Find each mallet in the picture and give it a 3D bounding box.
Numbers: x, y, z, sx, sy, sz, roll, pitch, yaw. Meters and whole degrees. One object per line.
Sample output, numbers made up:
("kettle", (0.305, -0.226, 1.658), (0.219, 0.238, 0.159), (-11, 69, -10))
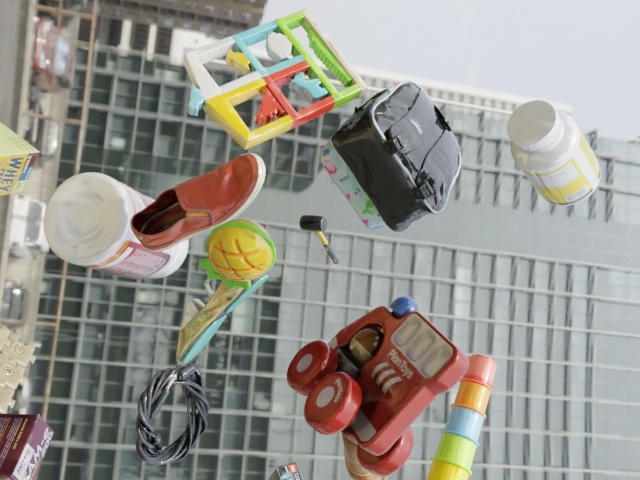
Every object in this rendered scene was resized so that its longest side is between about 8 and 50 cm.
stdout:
("mallet", (0.000, 0.000, 1.792), (0.189, 0.062, 0.039), (68, 38, -54))

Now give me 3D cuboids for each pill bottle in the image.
("pill bottle", (0.351, -0.134, 1.125), (0.103, 0.184, 0.103), (-17, -123, 29))
("pill bottle", (-0.499, -0.020, 1.885), (0.392, 0.224, 0.224), (39, 55, -73))

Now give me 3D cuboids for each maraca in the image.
("maraca", (-0.152, 0.030, 1.349), (0.185, 0.127, 0.099), (-52, -168, 45))

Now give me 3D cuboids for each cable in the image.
("cable", (-0.239, 0.291, 1.197), (0.150, 0.047, 0.184), (-31, 131, -56))

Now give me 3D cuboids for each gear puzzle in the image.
("gear puzzle", (-0.837, 0.350, 1.845), (0.044, 0.175, 0.339), (-37, -153, 24))

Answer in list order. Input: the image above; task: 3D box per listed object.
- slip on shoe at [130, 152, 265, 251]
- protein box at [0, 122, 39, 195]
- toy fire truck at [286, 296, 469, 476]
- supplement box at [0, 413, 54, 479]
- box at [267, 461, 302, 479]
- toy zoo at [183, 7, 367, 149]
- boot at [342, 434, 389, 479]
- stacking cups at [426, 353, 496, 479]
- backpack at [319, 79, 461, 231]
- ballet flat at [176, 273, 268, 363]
("slip on shoe", (-0.265, -0.084, 1.594), (0.123, 0.331, 0.101), (66, 11, 25))
("protein box", (-0.891, -0.221, 1.920), (0.136, 0.200, 0.201), (-58, 169, 20))
("toy fire truck", (0.098, 0.220, 1.245), (0.254, 0.169, 0.302), (-46, -156, 2))
("supplement box", (-0.650, 0.402, 1.413), (0.073, 0.239, 0.130), (73, 21, -45))
("box", (-0.071, 0.564, 1.483), (0.159, 0.044, 0.233), (67, -29, 30))
("toy zoo", (-0.091, -0.267, 1.231), (0.192, 0.293, 0.030), (54, -26, 14))
("boot", (0.103, 0.386, 1.535), (0.283, 0.109, 0.220), (-90, 169, -51))
("stacking cups", (0.304, 0.400, 1.605), (0.096, 0.096, 0.316), (126, -14, -64))
("backpack", (0.136, -0.154, 1.311), (0.191, 0.225, 0.253), (-24, -160, 41))
("ballet flat", (-0.279, 0.167, 1.925), (0.348, 0.123, 0.123), (-47, -156, 13))
